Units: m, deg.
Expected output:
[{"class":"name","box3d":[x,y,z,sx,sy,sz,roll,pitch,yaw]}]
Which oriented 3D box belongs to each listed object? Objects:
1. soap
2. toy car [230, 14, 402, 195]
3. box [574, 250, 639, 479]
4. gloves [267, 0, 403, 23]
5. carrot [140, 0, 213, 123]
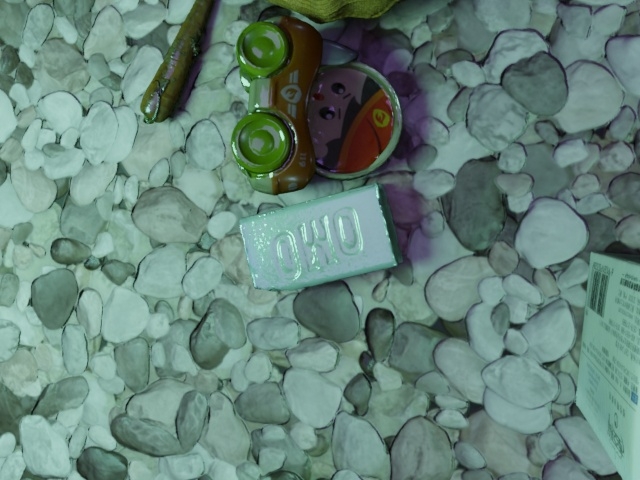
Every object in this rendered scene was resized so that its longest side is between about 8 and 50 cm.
[{"class":"soap","box3d":[0.000,0.000,0.807,0.198,0.063,0.115,-15,90,15]},{"class":"toy car","box3d":[-0.003,-0.169,0.781,0.235,0.145,0.235,0,92,-6]},{"class":"box","box3d":[0.352,0.122,0.612,0.116,0.274,0.203,5,93,13]},{"class":"gloves","box3d":[0.029,-0.371,0.741,0.356,0.155,0.203,21,90,28]},{"class":"carrot","box3d":[-0.194,-0.282,0.861,0.049,0.049,0.254,26,94,12]}]
